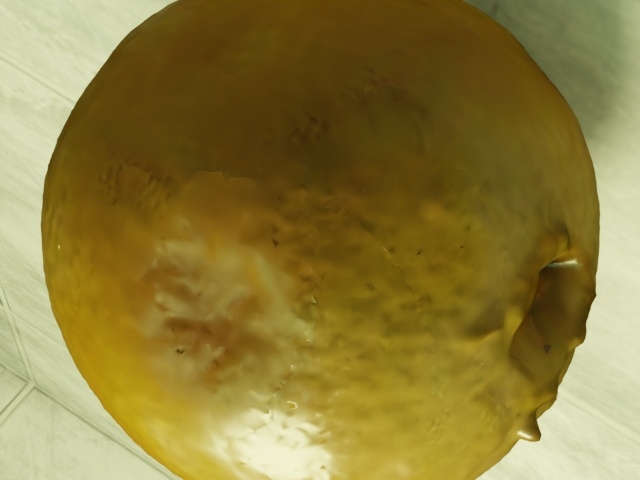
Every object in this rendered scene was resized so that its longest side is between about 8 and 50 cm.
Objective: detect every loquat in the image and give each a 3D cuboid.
[{"bbox_3d":[0.000,0.000,0.465,0.328,0.328,0.328,24,146,18],"label":"loquat"}]
